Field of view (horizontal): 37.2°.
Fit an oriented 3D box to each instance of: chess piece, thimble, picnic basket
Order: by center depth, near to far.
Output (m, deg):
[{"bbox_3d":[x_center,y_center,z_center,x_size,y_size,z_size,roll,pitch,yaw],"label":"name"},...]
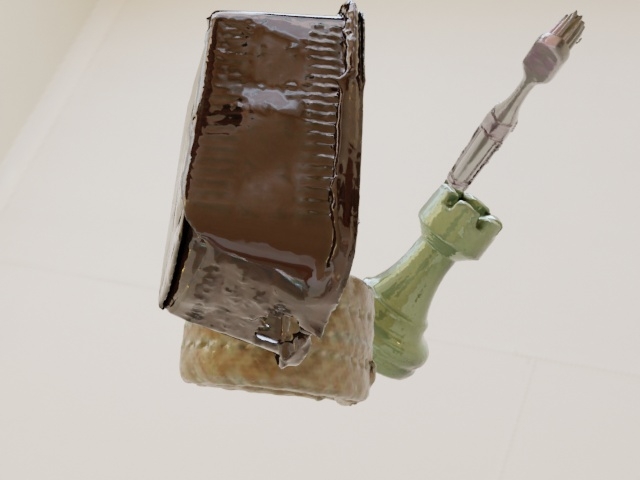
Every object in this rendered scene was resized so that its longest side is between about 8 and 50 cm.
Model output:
[{"bbox_3d":[-0.054,-0.058,0.795,0.129,0.222,0.297,11,-125,-11],"label":"picnic basket"},{"bbox_3d":[-0.041,0.100,1.050,0.196,0.229,0.148,-8,-107,55],"label":"thimble"},{"bbox_3d":[0.155,0.056,1.515,0.299,0.194,0.194,-53,-134,16],"label":"chess piece"}]

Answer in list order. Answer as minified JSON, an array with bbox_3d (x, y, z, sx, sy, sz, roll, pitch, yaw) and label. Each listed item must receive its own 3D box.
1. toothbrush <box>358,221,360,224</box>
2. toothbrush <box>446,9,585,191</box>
[{"bbox_3d":[0.000,0.000,1.036,0.097,0.006,0.008,-27,-146,5],"label":"toothbrush"},{"bbox_3d":[0.133,-0.088,0.702,0.024,0.354,0.029,42,-98,6],"label":"toothbrush"}]
